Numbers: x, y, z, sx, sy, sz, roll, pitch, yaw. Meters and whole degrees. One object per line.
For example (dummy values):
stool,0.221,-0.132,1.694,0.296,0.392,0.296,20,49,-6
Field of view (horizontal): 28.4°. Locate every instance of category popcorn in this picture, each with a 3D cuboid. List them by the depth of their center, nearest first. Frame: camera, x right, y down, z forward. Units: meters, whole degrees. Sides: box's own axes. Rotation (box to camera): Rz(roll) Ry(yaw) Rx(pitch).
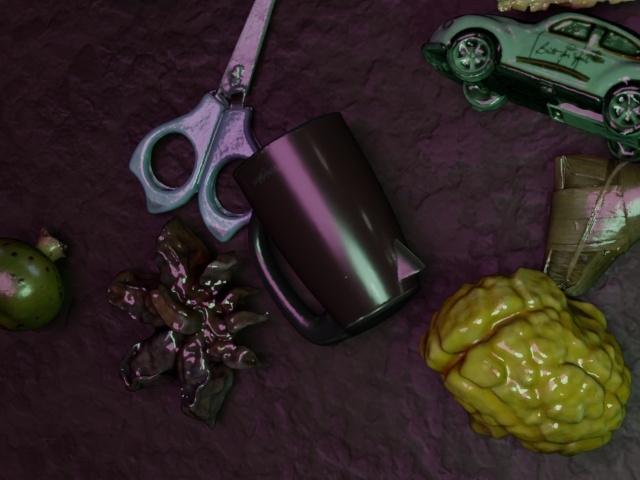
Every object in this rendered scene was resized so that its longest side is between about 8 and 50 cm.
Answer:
popcorn,0.212,0.142,1.344,0.203,0.226,0.200,-48,52,42

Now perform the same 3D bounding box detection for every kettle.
kettle,0.000,0.000,1.442,0.202,0.144,0.232,-32,84,30

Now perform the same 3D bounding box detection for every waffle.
waffle,0.299,-0.265,1.371,0.191,0.125,0.032,16,129,18

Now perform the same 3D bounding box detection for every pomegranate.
pomegranate,-0.377,0.053,1.572,0.130,0.130,0.130,-1,88,17

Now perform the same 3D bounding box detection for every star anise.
star anise,-0.170,0.097,1.508,0.220,0.099,0.214,40,99,15

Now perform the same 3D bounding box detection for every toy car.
toy car,0.264,-0.183,1.366,0.306,0.136,0.125,24,87,18

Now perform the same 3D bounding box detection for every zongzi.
zongzi,0.330,-0.008,1.359,0.176,0.078,0.160,11,99,24

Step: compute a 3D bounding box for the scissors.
scissors,-0.103,-0.184,1.536,0.191,0.029,0.360,21,92,13
